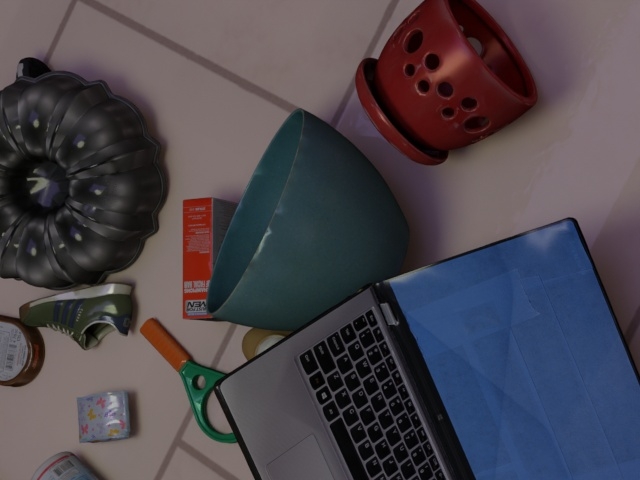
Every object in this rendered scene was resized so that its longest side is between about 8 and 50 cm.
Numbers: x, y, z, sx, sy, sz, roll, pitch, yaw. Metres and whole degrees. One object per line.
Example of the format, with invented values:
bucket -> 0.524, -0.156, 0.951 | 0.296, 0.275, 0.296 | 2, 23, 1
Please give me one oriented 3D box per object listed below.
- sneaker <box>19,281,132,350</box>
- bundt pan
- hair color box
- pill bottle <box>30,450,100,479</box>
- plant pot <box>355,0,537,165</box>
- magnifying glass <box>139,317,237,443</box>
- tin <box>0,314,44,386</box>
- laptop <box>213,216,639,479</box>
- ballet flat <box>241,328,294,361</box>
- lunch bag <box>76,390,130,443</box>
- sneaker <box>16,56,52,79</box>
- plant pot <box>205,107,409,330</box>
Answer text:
sneaker -> -0.362, 0.122, 2.007 | 0.192, 0.064, 0.086 | -14, 74, 21
bundt pan -> -0.397, -0.081, 1.955 | 0.330, 0.124, 0.331 | 1, 97, 10
hair color box -> -0.149, 0.029, 1.901 | 0.053, 0.093, 0.167 | -5, 82, 26
pill bottle -> -0.342, 0.386, 1.960 | 0.160, 0.087, 0.087 | 40, 102, 24
plant pot -> 0.156, -0.200, 1.730 | 0.174, 0.191, 0.191 | -40, 70, 25
magnifying glass -> -0.177, 0.196, 1.937 | 0.231, 0.026, 0.092 | 43, 103, 21
tin -> -0.511, 0.165, 2.093 | 0.189, 0.040, 0.106 | 8, 84, 26
laptop -> 0.158, 0.237, 1.588 | 0.236, 0.408, 0.382 | -10, 107, 55
ballet flat -> -0.021, 0.172, 1.836 | 0.232, 0.073, 0.080 | 23, 94, 26
lunch bag -> -0.310, 0.258, 1.977 | 0.083, 0.053, 0.071 | -15, 76, 33
sneaker -> -0.443, -0.163, 2.066 | 0.097, 0.084, 0.235 | -19, 77, 24
plant pot -> 0.000, 0.000, 1.758 | 0.195, 0.290, 0.290 | 24, 96, -12
